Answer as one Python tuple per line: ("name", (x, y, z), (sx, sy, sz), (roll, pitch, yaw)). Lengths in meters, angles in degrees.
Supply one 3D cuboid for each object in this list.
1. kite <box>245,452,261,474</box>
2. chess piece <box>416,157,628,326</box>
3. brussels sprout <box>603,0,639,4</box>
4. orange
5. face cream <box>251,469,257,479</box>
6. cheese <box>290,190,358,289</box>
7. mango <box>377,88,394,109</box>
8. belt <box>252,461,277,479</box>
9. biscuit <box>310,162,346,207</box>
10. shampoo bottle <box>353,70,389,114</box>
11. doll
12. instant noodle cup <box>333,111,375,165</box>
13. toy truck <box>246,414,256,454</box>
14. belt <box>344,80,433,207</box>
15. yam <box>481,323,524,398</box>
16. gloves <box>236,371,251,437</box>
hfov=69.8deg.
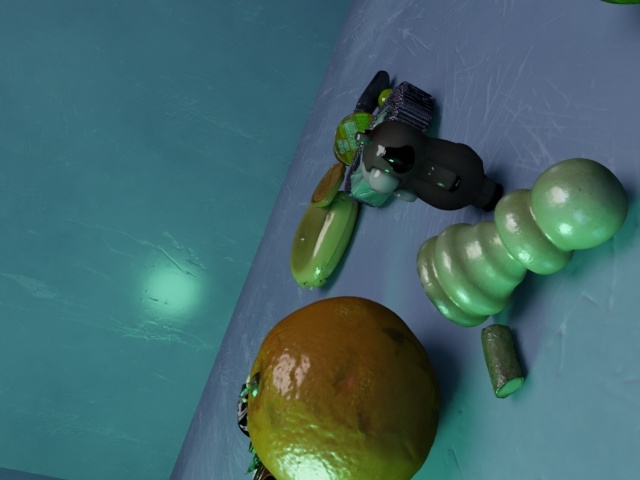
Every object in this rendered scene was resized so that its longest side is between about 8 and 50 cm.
("kite", (-0.098, 0.476, 1.128), (0.250, 0.012, 0.230), (-38, -34, -37))
("chess piece", (0.259, -0.001, 0.587), (0.251, 0.144, 0.145), (-43, 30, 44))
("brussels sprout", (0.393, -0.389, 0.482), (0.271, 0.210, 0.219), (-46, 4, 29))
("orange", (0.032, 0.242, 0.716), (0.312, 0.311, 0.312), (-58, 19, 34))
("face cream", (-0.179, 0.661, 1.381), (0.038, 0.020, 0.115), (-27, 41, 68))
("cheese", (0.000, 0.000, 1.422), (0.259, 0.128, 0.316), (-5, 67, 70))
("mango", (0.206, -0.434, 1.415), (0.108, 0.056, 0.074), (-72, 5, -59))
("belt", (-0.062, 0.557, 0.951), (0.324, 0.115, 0.228), (-34, 39, 63))
("biscuit", (0.022, -0.167, 1.384), (0.142, 0.028, 0.221), (-41, 21, 34))
("shampoo bottle", (0.163, -0.456, 1.454), (0.087, 0.049, 0.234), (85, -153, -45))
("doll", (0.172, -0.124, 0.770), (0.182, 0.257, 0.118), (-113, 39, -67))
("instant noodle cup", (0.110, -0.293, 1.405), (0.185, 0.168, 0.169), (-152, 83, -82))
("toy truck", (-0.130, 0.465, 1.246), (0.127, 0.127, 0.257), (-119, 47, -81))
("belt", (0.167, -0.238, 1.181), (0.325, 0.122, 0.260), (-59, 14, 31))
("yam", (0.237, 0.156, 0.599), (0.043, 0.043, 0.094), (-56, 22, 39))
("gloves", (-0.205, 0.506, 1.471), (0.164, 0.124, 0.204), (33, 102, 55))
